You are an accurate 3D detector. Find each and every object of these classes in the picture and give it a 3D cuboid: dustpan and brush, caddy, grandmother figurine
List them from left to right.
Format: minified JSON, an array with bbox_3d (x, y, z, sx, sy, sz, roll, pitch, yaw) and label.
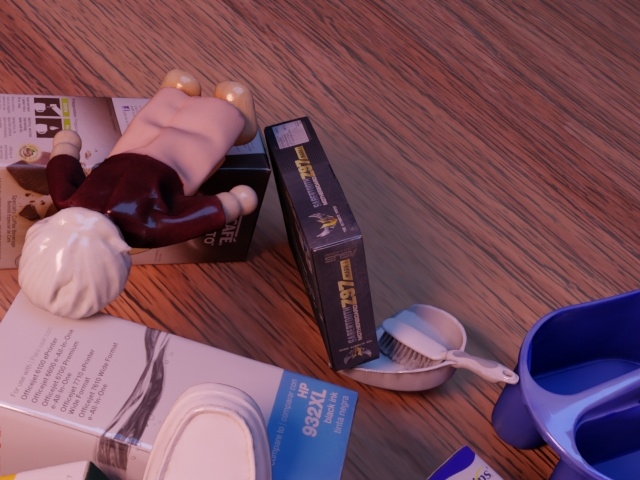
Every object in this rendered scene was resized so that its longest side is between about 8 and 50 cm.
[{"bbox_3d":[-0.161,-0.048,0.915,0.207,0.104,0.342,7,34,17],"label":"grandmother figurine"},{"bbox_3d":[0.127,0.127,1.087,0.211,0.060,0.147,27,43,36],"label":"dustpan and brush"},{"bbox_3d":[0.358,0.178,1.083,0.341,0.179,0.241,-10,53,-26],"label":"caddy"}]

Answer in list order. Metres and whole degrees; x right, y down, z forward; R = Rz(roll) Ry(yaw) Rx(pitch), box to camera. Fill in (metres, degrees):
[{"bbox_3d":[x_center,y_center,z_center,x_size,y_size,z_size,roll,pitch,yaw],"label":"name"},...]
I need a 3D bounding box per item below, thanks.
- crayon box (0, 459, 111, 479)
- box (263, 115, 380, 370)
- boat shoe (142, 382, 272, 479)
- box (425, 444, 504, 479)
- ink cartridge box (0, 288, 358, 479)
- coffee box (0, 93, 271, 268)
[{"bbox_3d":[-0.311,0.295,0.745,0.323,0.083,0.203,-13,44,18],"label":"crayon box"},{"bbox_3d":[0.000,0.000,1.098,0.059,0.183,0.233,-15,42,-5],"label":"box"},{"bbox_3d":[-0.094,0.244,0.710,0.098,0.277,0.096,10,7,-1],"label":"boat shoe"},{"bbox_3d":[0.150,0.291,0.946,0.072,0.126,0.137,-31,63,-36],"label":"box"},{"bbox_3d":[-0.147,0.196,0.867,0.307,0.223,0.129,18,44,-1],"label":"ink cartridge box"},{"bbox_3d":[-0.223,-0.065,1.126,0.297,0.168,0.119,-2,49,-19],"label":"coffee box"}]
